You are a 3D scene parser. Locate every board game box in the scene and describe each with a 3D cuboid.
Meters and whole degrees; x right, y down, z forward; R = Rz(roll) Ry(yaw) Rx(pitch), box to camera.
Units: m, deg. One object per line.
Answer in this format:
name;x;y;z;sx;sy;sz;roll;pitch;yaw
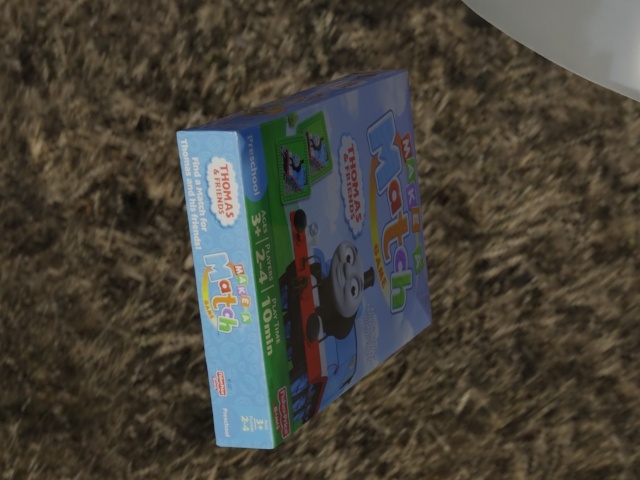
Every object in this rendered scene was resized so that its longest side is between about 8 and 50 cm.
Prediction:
board game box;0.000;0.000;0.771;0.211;0.039;0.160;-30;117;-61

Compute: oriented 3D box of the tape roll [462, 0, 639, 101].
tape roll;0.168;-0.122;0.639;0.219;0.072;0.219;15;27;-8
